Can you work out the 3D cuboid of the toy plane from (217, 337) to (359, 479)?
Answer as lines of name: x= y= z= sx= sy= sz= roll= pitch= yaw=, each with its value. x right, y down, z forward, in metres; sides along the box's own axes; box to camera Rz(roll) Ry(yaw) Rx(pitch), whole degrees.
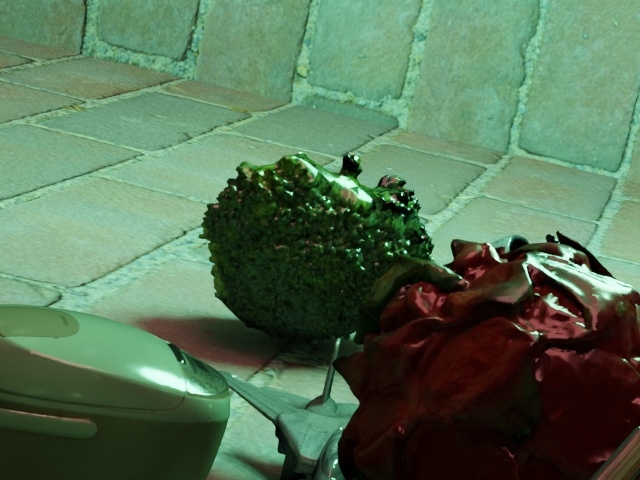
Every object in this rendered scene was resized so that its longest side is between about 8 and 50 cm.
toy plane: x=0.012 y=0.157 z=1.269 sx=0.212 sy=0.088 sz=0.267 roll=11 pitch=20 yaw=3

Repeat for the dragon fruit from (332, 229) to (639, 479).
dragon fruit: x=0.144 y=0.126 z=1.150 sx=0.293 sy=0.234 sz=0.234 roll=46 pitch=8 yaw=-9

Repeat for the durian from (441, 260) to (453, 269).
durian: x=0.112 y=0.109 z=1.566 sx=0.078 sy=0.140 sz=0.224 roll=39 pitch=29 yaw=-24

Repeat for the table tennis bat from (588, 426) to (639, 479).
table tennis bat: x=0.108 y=0.182 z=0.983 sx=0.019 sy=0.130 sz=0.220 roll=40 pitch=64 yaw=15

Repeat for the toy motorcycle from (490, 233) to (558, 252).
toy motorcycle: x=0.225 y=0.081 z=1.650 sx=0.270 sy=0.159 sz=0.106 roll=13 pitch=33 yaw=15

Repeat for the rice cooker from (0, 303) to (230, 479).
rice cooker: x=-0.162 y=0.112 z=1.193 sx=0.206 sy=0.127 sz=0.145 roll=4 pitch=13 yaw=-18

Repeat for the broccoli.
broccoli: x=0.002 y=0.003 z=1.692 sx=0.176 sy=0.198 sz=0.226 roll=52 pitch=44 yaw=9
